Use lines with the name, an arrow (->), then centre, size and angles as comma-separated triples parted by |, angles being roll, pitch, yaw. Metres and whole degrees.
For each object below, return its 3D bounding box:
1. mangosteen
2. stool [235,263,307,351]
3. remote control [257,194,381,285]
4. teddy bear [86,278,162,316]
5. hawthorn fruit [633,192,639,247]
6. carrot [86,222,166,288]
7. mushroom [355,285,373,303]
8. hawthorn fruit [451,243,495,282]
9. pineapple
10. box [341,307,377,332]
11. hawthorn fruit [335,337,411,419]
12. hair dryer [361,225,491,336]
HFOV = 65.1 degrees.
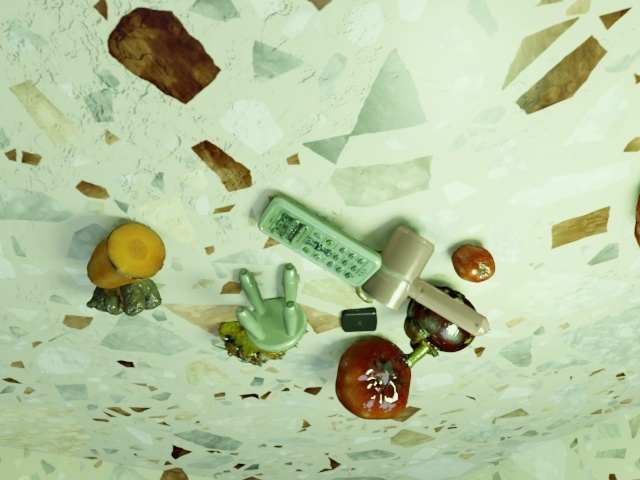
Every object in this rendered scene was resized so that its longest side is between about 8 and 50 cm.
mangosteen -> 0.359, 0.280, 1.582 | 0.231, 0.231, 0.289 | 37, 88, -36
stool -> -0.145, 0.204, 1.507 | 0.195, 0.195, 0.199 | -5, 137, 2
remote control -> 0.000, 0.000, 1.335 | 0.335, 0.065, 0.128 | 31, 131, -11
teddy bear -> -0.582, 0.158, 1.472 | 0.190, 0.177, 0.140 | -16, 92, 11
hawthorn fruit -> 0.963, -0.043, 1.290 | 0.284, 0.284, 0.284 | -2, 138, -2
carrot -> -0.549, 0.066, 1.362 | 0.225, 0.159, 0.159 | -28, 133, 35
mushroom -> 0.205, 0.122, 1.530 | 0.116, 0.093, 0.225 | 36, 137, -8
hawthorn fruit -> 0.446, 0.069, 1.463 | 0.128, 0.128, 0.128 | -2, 138, -2
pineapple -> -0.208, 0.371, 1.715 | 0.334, 0.161, 0.158 | 1, 140, -9
box -> 0.134, 0.277, 1.737 | 0.125, 0.027, 0.126 | -3, 139, 2
hawthorn fruit -> 0.179, 0.507, 1.805 | 0.295, 0.295, 0.311 | 18, 130, -23
hair dryer -> 0.307, 0.130, 1.346 | 0.210, 0.352, 0.125 | -60, 159, 4
